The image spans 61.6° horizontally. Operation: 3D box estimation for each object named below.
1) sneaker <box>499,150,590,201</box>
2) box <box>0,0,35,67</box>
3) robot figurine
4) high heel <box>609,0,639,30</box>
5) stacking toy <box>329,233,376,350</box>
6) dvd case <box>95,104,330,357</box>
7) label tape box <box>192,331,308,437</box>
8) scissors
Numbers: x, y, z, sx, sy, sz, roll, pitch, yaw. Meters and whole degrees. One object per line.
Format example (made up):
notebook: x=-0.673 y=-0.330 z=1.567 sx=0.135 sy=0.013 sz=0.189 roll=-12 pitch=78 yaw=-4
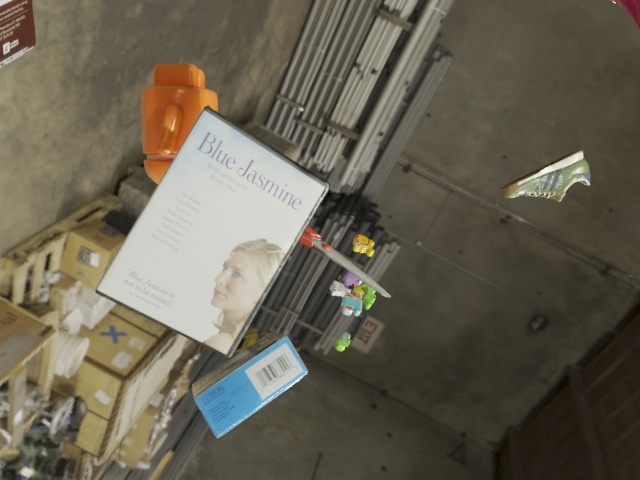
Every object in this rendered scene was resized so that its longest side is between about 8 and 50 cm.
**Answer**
sneaker: x=0.501 y=-0.119 z=1.181 sx=0.192 sy=0.086 sz=0.064 roll=-26 pitch=-177 yaw=8
box: x=-0.500 y=-0.323 z=0.664 sx=0.167 sy=0.203 sz=0.168 roll=114 pitch=1 yaw=-45
robot figurine: x=-0.236 y=-0.181 z=0.903 sx=0.158 sy=0.128 sz=0.219 roll=12 pitch=-76 yaw=53
high heel: x=0.229 y=-0.117 z=0.382 sx=0.082 sy=0.244 sz=0.117 roll=-20 pitch=162 yaw=-44
stacking toy: x=0.068 y=0.115 z=1.195 sx=0.221 sy=0.052 sz=0.167 roll=-85 pitch=-165 yaw=-52
dvd case: x=-0.124 y=-0.006 z=0.648 sx=0.253 sy=0.180 sz=0.022 roll=-60 pitch=-164 yaw=-2
label tape box: x=-0.185 y=0.332 z=1.306 sx=0.240 sy=0.106 sz=0.333 roll=-32 pitch=-179 yaw=-16
scissors: x=0.000 y=0.000 z=0.928 sx=0.021 sy=0.297 sz=0.109 roll=-65 pitch=174 yaw=29
